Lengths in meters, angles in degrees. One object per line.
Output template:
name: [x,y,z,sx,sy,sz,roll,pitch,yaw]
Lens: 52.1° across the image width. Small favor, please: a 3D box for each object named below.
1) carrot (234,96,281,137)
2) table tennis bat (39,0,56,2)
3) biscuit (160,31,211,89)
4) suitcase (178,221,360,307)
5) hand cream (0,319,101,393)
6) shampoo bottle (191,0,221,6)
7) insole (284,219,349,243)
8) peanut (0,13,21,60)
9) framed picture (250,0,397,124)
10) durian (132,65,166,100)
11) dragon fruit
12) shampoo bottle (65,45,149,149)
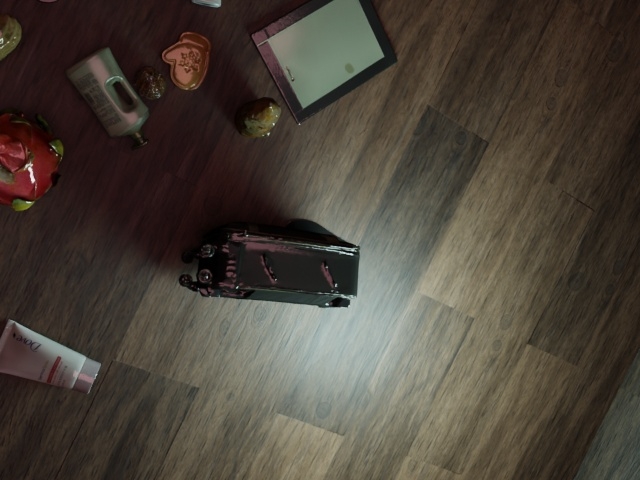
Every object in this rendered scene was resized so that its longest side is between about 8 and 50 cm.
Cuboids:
carrot: [-0.144,-0.307,1.584,0.101,0.263,0.102,-1,92,-16]
table tennis bat: [-0.594,-0.605,1.465,0.095,0.014,0.158,42,87,-23]
biscuit: [-0.331,-0.442,1.604,0.118,0.023,0.140,6,100,-24]
suitcase: [-0.120,0.066,1.671,0.433,0.283,0.194,9,81,-22]
hand cream: [-0.672,0.295,1.612,0.247,0.083,0.133,22,91,-15]
shampoo bottle: [-0.271,-0.620,1.576,0.072,0.043,0.099,4,100,-23]
insole: [0.000,0.000,1.850,0.231,0.003,0.080,24,93,-25]
peanut: [-0.734,-0.417,1.413,0.194,0.083,0.093,-43,113,-8]
framed picture: [0.018,-0.507,1.734,0.347,0.016,0.265,-35,113,-12]
durian: [-0.404,-0.375,1.555,0.080,0.091,0.080,5,77,-23]
dragon fruit: [-0.673,-0.179,1.423,0.223,0.227,0.224,-4,99,-28]
shampoo bottle: [-0.480,-0.322,1.534,0.118,0.087,0.234,-29,113,5]
